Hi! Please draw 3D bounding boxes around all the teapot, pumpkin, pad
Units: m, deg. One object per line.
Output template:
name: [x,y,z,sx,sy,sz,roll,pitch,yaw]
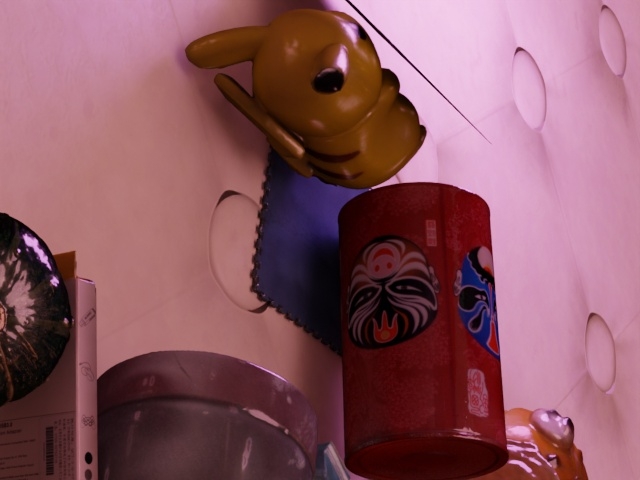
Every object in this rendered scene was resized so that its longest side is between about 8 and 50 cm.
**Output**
teapot: [-0.136,0.315,1.421,0.315,0.233,0.312,99,-1,-52]
pumpkin: [-0.308,0.061,1.275,0.190,0.146,0.190,11,74,-45]
pad: [0.041,-0.261,1.901,0.315,0.063,0.375,41,7,-39]
pad: [0.000,0.000,1.939,0.269,0.012,0.269,40,48,-46]

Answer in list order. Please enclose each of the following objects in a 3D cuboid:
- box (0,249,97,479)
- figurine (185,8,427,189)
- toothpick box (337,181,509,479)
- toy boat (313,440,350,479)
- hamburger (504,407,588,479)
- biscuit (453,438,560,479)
box: [-0.259,0.139,1.358,0.033,0.129,0.247,20,64,-56]
figurine: [-0.005,-0.176,1.801,0.169,0.218,0.327,-63,150,-18]
toothpick box: [0.125,0.118,1.873,0.204,0.204,0.333,32,50,-51]
toy boat: [0.019,0.324,1.794,0.102,0.088,0.215,-46,119,-58]
hamburger: [0.266,0.355,2.049,0.276,0.237,0.276,29,56,-55]
biscuit: [0.184,0.360,1.866,0.051,0.269,0.376,68,-3,-46]
